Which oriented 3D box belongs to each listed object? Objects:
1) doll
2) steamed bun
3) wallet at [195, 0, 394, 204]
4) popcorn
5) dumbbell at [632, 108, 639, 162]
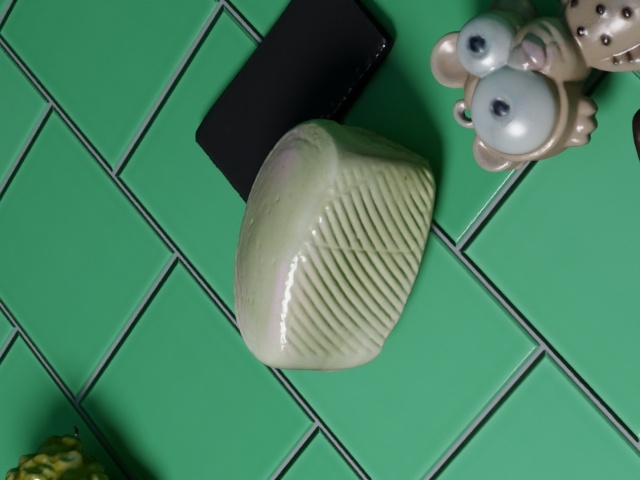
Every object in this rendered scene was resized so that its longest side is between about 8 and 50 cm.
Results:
[{"bbox_3d":[0.218,-0.179,1.238,0.278,0.119,0.154,-45,72,26],"label":"doll"},{"bbox_3d":[0.000,0.000,1.392,0.152,0.170,0.238,38,115,47],"label":"steamed bun"},{"bbox_3d":[-0.030,-0.150,1.474,0.124,0.025,0.244,50,122,20],"label":"wallet"},{"bbox_3d":[-0.273,0.323,1.626,0.189,0.218,0.169,39,72,9],"label":"popcorn"},{"bbox_3d":[0.365,-0.094,1.125,0.225,0.140,0.124,-28,89,34],"label":"dumbbell"}]
